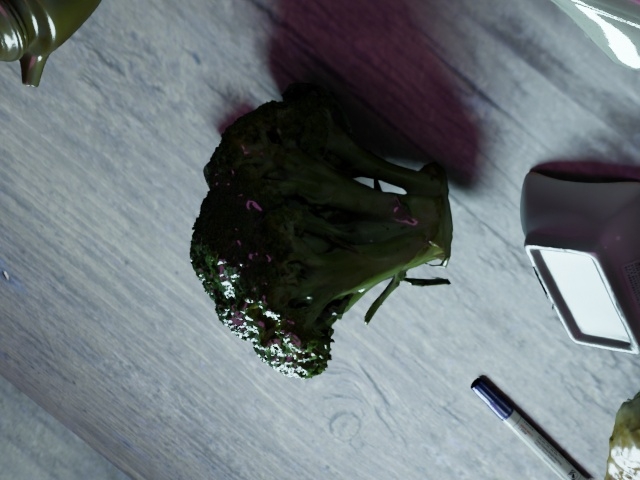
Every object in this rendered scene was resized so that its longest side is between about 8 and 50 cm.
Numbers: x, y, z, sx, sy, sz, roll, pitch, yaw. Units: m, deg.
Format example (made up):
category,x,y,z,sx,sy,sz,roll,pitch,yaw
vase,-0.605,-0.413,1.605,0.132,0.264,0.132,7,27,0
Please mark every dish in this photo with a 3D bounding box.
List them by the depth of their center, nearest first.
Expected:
category,x,y,z,sx,sy,sz,roll,pitch,yaw
dish,0.281,0.036,1.442,0.151,0.077,0.212,10,141,44

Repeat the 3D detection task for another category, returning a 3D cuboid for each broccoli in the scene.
category,x,y,z,sx,sy,sz,roll,pitch,yaw
broccoli,0.000,0.000,1.555,0.284,0.321,0.304,-4,151,11

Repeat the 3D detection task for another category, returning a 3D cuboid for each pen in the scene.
category,x,y,z,sx,sy,sz,roll,pitch,yaw
pen,0.269,0.251,1.846,0.204,0.025,0.025,44,153,-9

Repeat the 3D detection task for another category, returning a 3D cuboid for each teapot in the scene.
category,x,y,z,sx,sy,sz,roll,pitch,yaw
teapot,-0.374,-0.296,1.644,0.186,0.175,0.267,10,141,40

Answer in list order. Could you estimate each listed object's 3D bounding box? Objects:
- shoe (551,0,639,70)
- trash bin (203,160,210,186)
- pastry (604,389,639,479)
category,x,y,z,sx,sy,sz,roll,pitch,yaw
shoe,0.228,-0.193,1.143,0.265,0.095,0.110,29,152,14
trash bin,-0.081,-0.040,1.754,0.130,0.059,0.116,53,-178,-24
pastry,0.442,0.276,1.545,0.330,0.136,0.329,31,153,18
